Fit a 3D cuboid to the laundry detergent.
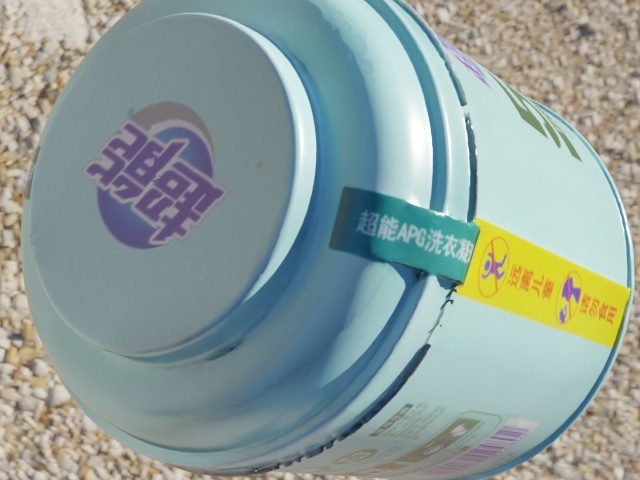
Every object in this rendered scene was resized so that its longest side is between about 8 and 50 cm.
[{"bbox_3d":[0.000,0.000,0.724,0.305,0.287,0.287,20,77,-55],"label":"laundry detergent"}]
